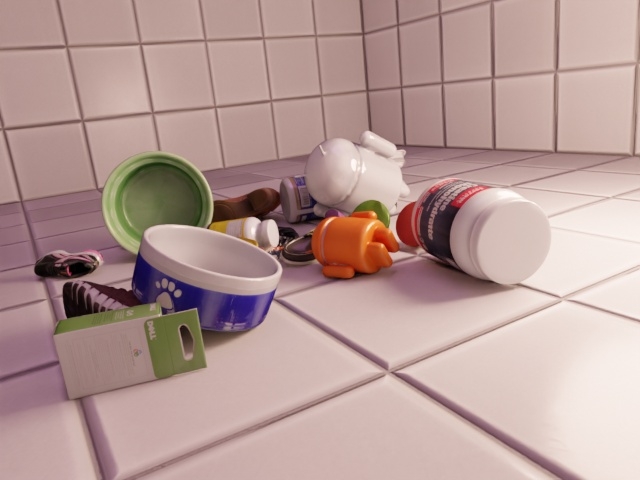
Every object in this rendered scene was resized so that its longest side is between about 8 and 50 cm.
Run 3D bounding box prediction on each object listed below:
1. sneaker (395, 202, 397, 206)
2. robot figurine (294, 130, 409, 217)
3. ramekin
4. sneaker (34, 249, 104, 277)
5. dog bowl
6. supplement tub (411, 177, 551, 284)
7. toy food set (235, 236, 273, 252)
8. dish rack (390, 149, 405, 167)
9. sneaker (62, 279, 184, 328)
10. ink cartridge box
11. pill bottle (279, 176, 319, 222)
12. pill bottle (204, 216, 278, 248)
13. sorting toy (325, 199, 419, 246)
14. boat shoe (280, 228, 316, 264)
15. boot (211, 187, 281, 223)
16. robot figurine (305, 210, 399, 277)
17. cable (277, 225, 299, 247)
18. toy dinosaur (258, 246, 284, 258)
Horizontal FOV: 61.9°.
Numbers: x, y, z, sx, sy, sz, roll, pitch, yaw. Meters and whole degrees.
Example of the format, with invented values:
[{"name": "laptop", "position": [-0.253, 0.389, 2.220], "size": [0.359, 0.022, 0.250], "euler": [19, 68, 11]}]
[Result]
[{"name": "sneaker", "position": [0.183, -0.112, 1.771], "size": [0.161, 0.057, 0.075], "euler": [-21, 27, -37]}, {"name": "robot figurine", "position": [0.098, -0.180, 1.575], "size": [0.353, 0.300, 0.200], "euler": [16, 28, -37]}, {"name": "ramekin", "position": [-0.468, -0.105, 1.559], "size": [0.303, 0.303, 0.148], "euler": [-9, 8, -10]}, {"name": "sneaker", "position": [-0.681, 0.068, 1.427], "size": [0.178, 0.072, 0.077], "euler": [-12, 26, 1]}, {"name": "dog bowl", "position": [-0.212, 0.064, 1.006], "size": [0.264, 0.104, 0.265], "euler": [18, 13, -4]}, {"name": "supplement tub", "position": [0.332, -0.026, 1.141], "size": [0.191, 0.191, 0.272], "euler": [-10, 15, -15]}, {"name": "toy food set", "position": [-0.197, 0.060, 1.287], "size": [0.128, 0.071, 0.218], "euler": [-41, 28, -24]}, {"name": "dish rack", "position": [0.150, -0.234, 2.028], "size": [0.332, 0.072, 0.285], "euler": [-13, -16, -25]}, {"name": "sneaker", "position": [-0.362, 0.134, 1.029], "size": [0.281, 0.106, 0.162], "euler": [16, 18, 35]}, {"name": "ink cartridge box", "position": [-0.293, 0.164, 0.837], "size": [0.209, 0.109, 0.062], "euler": [-10, 16, -15]}, {"name": "pill bottle", "position": [0.005, -0.152, 1.807], "size": [0.264, 0.153, 0.153], "euler": [-10, 16, -17]}, {"name": "pill bottle", "position": [-0.209, -0.007, 1.415], "size": [0.184, 0.103, 0.103], "euler": [-7, 14, 17]}, {"name": "sorting toy", "position": [0.182, -0.035, 1.471], "size": [0.365, 0.127, 0.126], "euler": [3, -12, 39]}, {"name": "boat shoe", "position": [0.000, 0.000, 1.361], "size": [0.227, 0.069, 0.081], "euler": [-16, 50, -32]}, {"name": "boot", "position": [-0.272, -0.110, 1.859], "size": [0.283, 0.109, 0.220], "euler": [-27, -2, 10]}, {"name": "robot figurine", "position": [0.072, 0.007, 1.240], "size": [0.219, 0.158, 0.128], "euler": [6, 3, 37]}, {"name": "cable", "position": [-0.137, -0.007, 1.527], "size": [0.184, 0.047, 0.150], "euler": [-17, 19, -37]}, {"name": "toy dinosaur", "position": [-0.128, 0.024, 1.365], "size": [0.047, 0.090, 0.082], "euler": [28, -9, 47]}]
